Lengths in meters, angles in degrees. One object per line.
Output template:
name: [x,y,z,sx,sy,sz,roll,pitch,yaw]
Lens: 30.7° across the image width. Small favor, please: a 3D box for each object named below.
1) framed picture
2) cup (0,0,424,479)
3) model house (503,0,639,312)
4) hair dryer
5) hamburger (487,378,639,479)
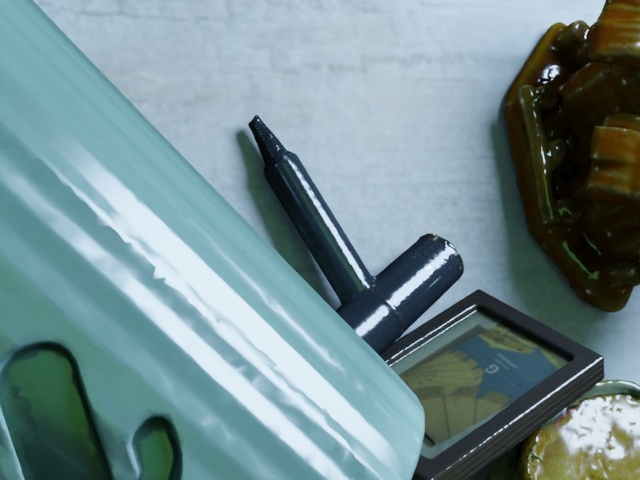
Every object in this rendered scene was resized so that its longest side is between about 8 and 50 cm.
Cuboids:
framed picture: [0.097,0.104,0.831,0.168,0.128,0.023,-29,128,-26]
cup: [-0.200,0.077,0.613,0.392,0.401,0.310,42,40,-6]
model house: [0.268,-0.093,0.900,0.220,0.229,0.199,41,58,-6]
hair dryer: [-0.013,0.004,0.851,0.195,0.050,0.173,47,56,3]
hamburger: [0.200,0.187,0.857,0.177,0.113,0.185,-24,76,-20]
